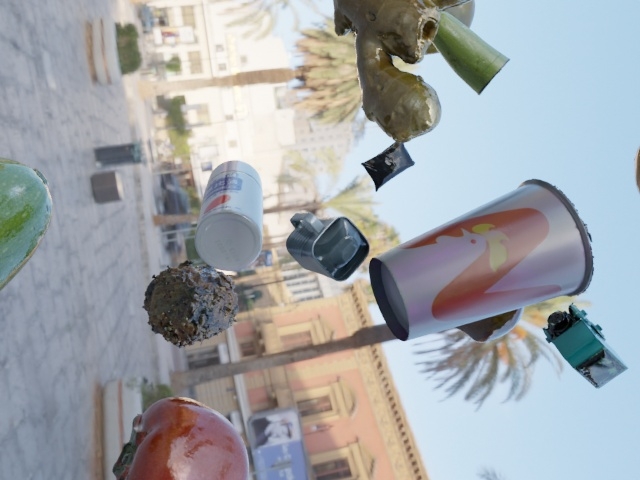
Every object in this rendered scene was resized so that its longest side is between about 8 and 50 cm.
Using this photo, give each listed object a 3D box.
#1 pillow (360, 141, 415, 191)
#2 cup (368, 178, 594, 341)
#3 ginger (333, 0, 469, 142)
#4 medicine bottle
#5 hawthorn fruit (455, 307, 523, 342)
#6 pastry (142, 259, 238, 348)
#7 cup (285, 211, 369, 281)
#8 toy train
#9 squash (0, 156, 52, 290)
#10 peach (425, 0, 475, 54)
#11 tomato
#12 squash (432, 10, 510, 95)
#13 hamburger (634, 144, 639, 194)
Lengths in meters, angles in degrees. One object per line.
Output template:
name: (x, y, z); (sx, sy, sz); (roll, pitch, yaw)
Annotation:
pillow: (0.190, -0.211, 1.744); (0.090, 0.150, 0.048); (56, -14, -2)
cup: (0.232, 0.041, 0.960); (0.203, 0.289, 0.202); (161, -90, -78)
ginger: (0.117, -0.366, 1.121); (0.348, 0.122, 0.362); (23, -84, 36)
medicine bottle: (-0.185, -0.070, 1.333); (0.341, 0.131, 0.130); (-99, -175, -64)
hawthorn fruit: (0.429, 0.131, 1.599); (0.208, 0.208, 0.248); (-111, -150, -41)
pastry: (-0.367, 0.166, 1.774); (0.193, 0.275, 0.274); (79, -4, -64)
cup: (0.000, 0.000, 1.112); (0.128, 0.095, 0.129); (47, -17, -23)
toy train: (0.582, 0.234, 1.398); (0.198, 0.107, 0.154); (37, 19, -31)
squash: (-0.708, -0.043, 1.278); (0.308, 0.311, 0.310); (-56, 155, -46)
peach: (0.240, -0.543, 1.484); (0.251, 0.251, 0.153); (117, -18, -70)
tomato: (-0.320, 0.537, 1.428); (0.341, 0.273, 0.341); (-54, -160, 30)
squash: (0.277, -0.404, 1.271); (0.224, 0.094, 0.094); (47, -15, 0)
hamburger: (0.699, -0.121, 1.065); (0.290, 0.170, 0.314); (-48, -113, 34)
